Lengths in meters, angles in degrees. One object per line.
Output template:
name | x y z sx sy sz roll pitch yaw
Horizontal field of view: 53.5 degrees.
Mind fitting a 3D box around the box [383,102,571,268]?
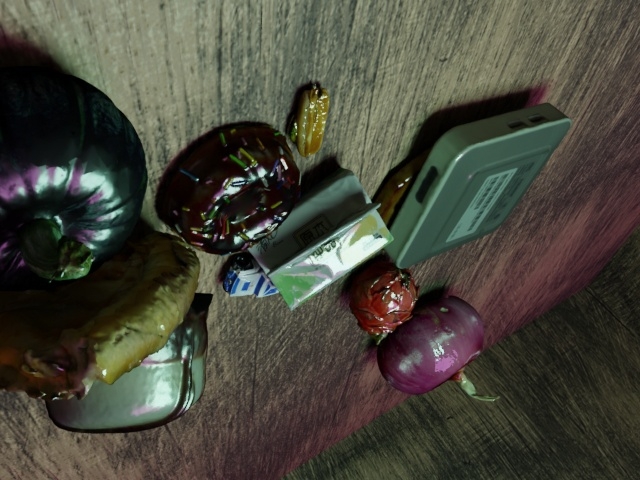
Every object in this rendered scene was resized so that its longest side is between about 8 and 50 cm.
box | 0.337 -0.112 1.370 0.373 0.090 0.367 -18 149 -32

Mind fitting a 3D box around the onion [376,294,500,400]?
onion | 0.350 0.356 1.991 0.358 0.344 0.358 -8 161 -3

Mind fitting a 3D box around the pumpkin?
pumpkin | -0.293 -0.040 0.648 0.248 0.248 0.248 -29 152 -17

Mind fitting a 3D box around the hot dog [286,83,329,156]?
hot dog | -0.021 -0.184 0.984 0.056 0.041 0.133 -29 147 -34

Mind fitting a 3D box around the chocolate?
chocolate | -0.290 0.198 0.986 0.284 0.186 0.283 -15 174 -1

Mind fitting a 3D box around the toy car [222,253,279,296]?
toy car | -0.105 0.064 1.231 0.171 0.070 0.080 -12 143 -39

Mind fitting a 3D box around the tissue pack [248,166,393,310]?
tissue pack | 0.000 0.000 1.116 0.229 0.159 0.145 -34 -165 -4

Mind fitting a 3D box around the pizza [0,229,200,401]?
pizza | -0.298 0.064 0.812 0.392 0.435 0.080 -30 118 -56

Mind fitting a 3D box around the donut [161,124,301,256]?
donut | -0.126 -0.068 0.982 0.235 0.089 0.235 -29 151 -18

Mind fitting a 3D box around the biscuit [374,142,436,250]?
biscuit | 0.247 -0.107 1.412 0.359 0.046 0.359 -29 152 -18

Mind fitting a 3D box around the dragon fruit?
dragon fruit | 0.155 0.139 1.559 0.172 0.172 0.209 -5 131 -46
